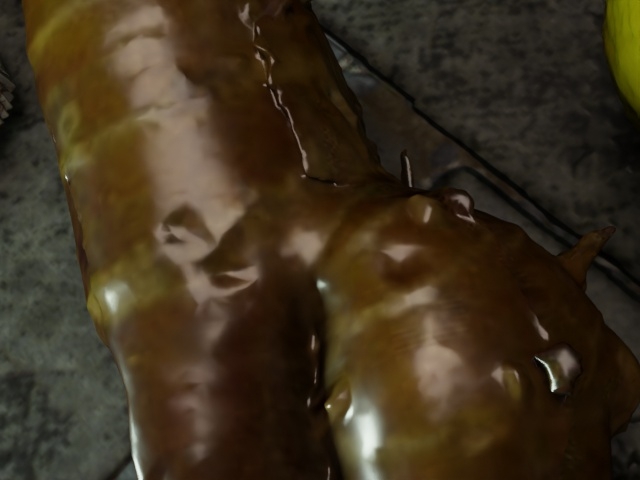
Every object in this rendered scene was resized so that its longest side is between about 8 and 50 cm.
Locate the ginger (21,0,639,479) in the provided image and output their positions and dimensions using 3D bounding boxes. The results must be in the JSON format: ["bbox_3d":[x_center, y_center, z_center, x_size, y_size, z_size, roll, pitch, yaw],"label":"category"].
[{"bbox_3d":[0.000,0.000,0.498,0.254,0.176,0.419,-20,74,5],"label":"ginger"}]

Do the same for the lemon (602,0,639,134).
[{"bbox_3d":[0.272,-0.119,0.443,0.322,0.268,0.268,-44,66,-7],"label":"lemon"}]

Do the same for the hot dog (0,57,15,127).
[{"bbox_3d":[-0.265,-0.123,0.658,0.108,0.059,0.191,-15,55,-34],"label":"hot dog"}]
